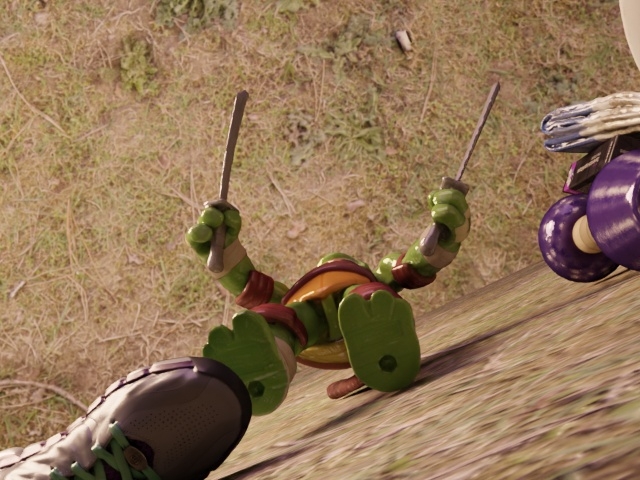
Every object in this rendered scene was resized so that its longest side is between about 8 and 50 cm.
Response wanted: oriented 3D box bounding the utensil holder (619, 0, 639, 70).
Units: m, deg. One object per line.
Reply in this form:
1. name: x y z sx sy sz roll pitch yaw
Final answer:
1. utensil holder: 0.504 -0.264 1.214 0.385 0.328 0.327 -23 -4 -43

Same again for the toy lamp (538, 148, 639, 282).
1. toy lamp: 0.202 -0.011 0.870 0.080 0.080 0.275 -25 -6 0

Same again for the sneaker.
1. sneaker: -0.138 0.152 0.778 0.223 0.083 0.098 -31 15 23

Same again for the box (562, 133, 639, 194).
1. box: 0.257 -0.041 0.980 0.116 0.029 0.162 17 -3 0

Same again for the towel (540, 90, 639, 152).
1. towel: 0.316 -0.095 0.919 0.209 0.034 0.285 1 -5 -25

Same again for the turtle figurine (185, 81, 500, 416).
1. turtle figurine: 0.000 0.000 0.938 0.266 0.197 0.275 -77 8 -73
